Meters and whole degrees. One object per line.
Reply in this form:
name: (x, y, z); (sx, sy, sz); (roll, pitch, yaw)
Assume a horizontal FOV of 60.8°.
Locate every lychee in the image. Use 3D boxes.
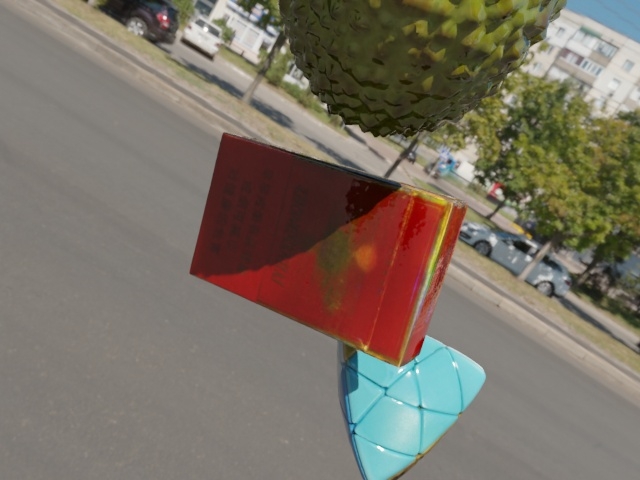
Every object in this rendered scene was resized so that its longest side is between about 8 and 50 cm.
lychee: (0.088, -0.246, 0.479); (0.270, 0.270, 0.320); (36, -25, 18)

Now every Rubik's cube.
Rubik's cube: (0.125, 0.199, 0.837); (0.254, 0.254, 0.254); (30, 12, -7)

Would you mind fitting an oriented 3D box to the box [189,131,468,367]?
box: (-0.001, 0.001, 0.680); (0.313, 0.198, 0.089); (21, 10, 25)
